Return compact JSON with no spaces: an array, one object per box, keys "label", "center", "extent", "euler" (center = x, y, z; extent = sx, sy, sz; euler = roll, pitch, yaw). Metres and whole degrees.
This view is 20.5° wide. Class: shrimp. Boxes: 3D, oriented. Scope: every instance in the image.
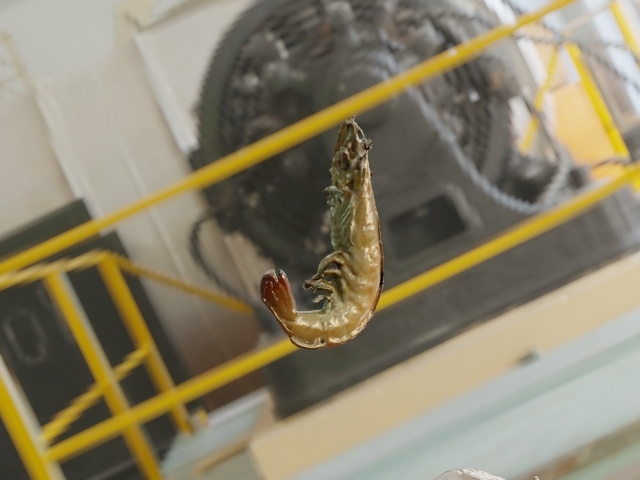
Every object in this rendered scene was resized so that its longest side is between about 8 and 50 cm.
[{"label":"shrimp","center":[-0.001,0.000,1.346],"extent":[0.124,0.178,0.034],"euler":[-21,28,-39]}]

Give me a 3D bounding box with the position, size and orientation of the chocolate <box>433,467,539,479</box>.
[{"label":"chocolate","center":[0.042,0.214,0.603],"extent":[0.261,0.161,0.083],"euler":[-57,8,-5]}]
